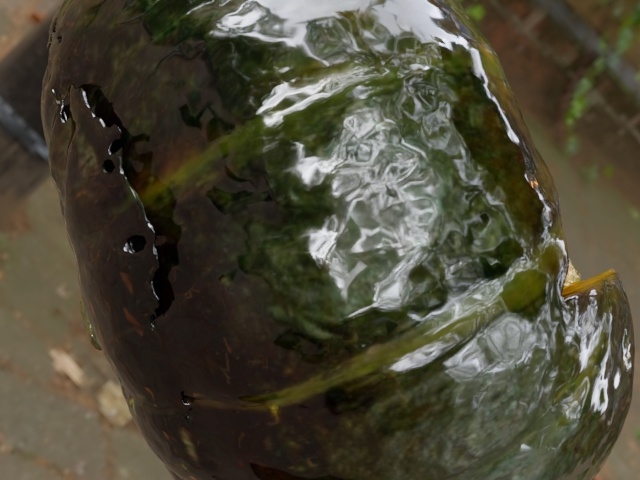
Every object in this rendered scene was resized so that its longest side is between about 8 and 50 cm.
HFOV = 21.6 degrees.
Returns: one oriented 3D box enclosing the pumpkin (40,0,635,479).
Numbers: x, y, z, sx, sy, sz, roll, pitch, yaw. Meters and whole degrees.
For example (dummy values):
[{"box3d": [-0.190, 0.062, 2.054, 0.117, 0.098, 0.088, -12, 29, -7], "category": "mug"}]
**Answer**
[{"box3d": [-0.002, 0.002, 0.544, 0.238, 0.159, 0.238, 59, 5, -9], "category": "pumpkin"}]
